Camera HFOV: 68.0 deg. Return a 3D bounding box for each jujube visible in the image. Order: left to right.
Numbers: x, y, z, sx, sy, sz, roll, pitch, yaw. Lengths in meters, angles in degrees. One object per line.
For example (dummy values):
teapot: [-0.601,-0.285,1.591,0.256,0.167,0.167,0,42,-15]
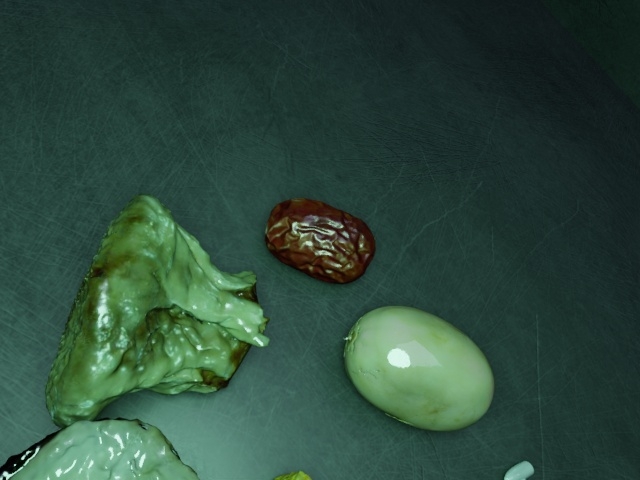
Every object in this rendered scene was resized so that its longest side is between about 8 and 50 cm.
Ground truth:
jujube: [0.000,0.000,1.075,0.250,0.174,0.174,19,56,0]

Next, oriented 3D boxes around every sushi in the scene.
sushi: [-0.308,0.408,0.648,0.299,0.294,0.281,33,55,1]

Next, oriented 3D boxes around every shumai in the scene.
shumai: [-0.263,0.141,0.834,0.323,0.324,0.398,24,56,-26]

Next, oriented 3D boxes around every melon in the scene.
melon: [0.194,0.257,0.966,0.317,0.223,0.223,24,56,-3]

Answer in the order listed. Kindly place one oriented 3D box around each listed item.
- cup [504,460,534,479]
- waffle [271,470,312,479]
cup: [0.504,0.574,0.939,0.173,0.168,0.300,-4,37,-32]
waffle: [-0.021,0.461,0.774,0.055,0.211,0.160,-20,69,-29]
